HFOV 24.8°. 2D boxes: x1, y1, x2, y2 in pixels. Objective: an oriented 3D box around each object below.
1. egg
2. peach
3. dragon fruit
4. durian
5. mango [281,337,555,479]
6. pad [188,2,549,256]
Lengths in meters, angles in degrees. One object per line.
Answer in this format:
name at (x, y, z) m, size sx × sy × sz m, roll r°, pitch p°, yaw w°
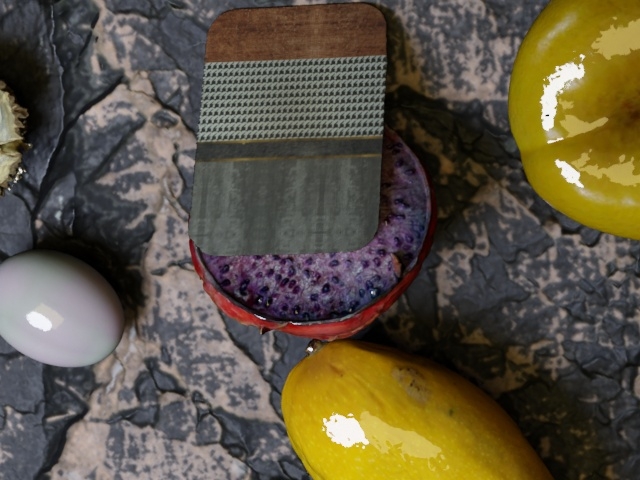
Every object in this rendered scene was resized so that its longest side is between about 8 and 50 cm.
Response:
egg at (-0.247, 0.064, 1.361) m, size 0.135 × 0.103 × 0.103 m, roll 28°, pitch 105°, yaw -2°
peach at (0.279, -0.119, 1.223) m, size 0.251 × 0.153 × 0.251 m, roll 1°, pitch 96°, yaw 5°
dragon fruit at (-0.002, 0.004, 1.298) m, size 0.218 × 0.148 × 0.224 m, roll -25°, pitch 61°, yaw -4°
durian at (-0.349, -0.098, 1.348) m, size 0.188 × 0.091 × 0.148 m, roll 23°, pitch 92°, yaw 6°
mango at (0.112, 0.220, 1.326) m, size 0.359 × 0.144 × 0.187 m, roll 39°, pitch 124°, yaw -9°
pad at (0.046, -0.114, 1.230) m, size 0.323 × 0.055 × 0.250 m, roll -10°, pitch 61°, yaw 25°
